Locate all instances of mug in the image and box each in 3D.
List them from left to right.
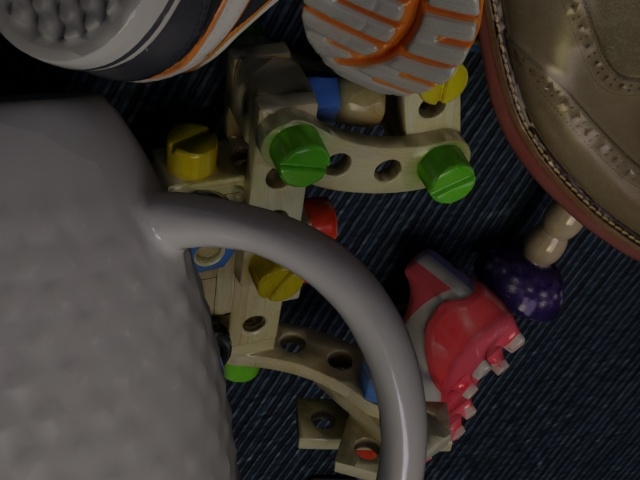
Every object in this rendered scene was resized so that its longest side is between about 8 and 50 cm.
[{"bbox_3d":[-0.133,0.092,0.687,0.374,0.276,0.328,-2,99,11],"label":"mug"}]

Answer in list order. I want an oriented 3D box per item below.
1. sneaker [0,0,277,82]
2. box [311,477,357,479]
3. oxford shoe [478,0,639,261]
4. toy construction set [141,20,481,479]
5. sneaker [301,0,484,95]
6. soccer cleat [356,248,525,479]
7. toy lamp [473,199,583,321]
[{"bbox_3d":[-0.031,-0.217,0.632,0.321,0.126,0.127,-55,161,10],"label":"sneaker"},{"bbox_3d":[0.030,0.256,1.119,0.101,0.087,0.102,7,126,-32],"label":"box"},{"bbox_3d":[0.156,-0.124,0.723,0.348,0.130,0.123,55,50,-29],"label":"oxford shoe"},{"bbox_3d":[0.000,0.000,0.840,0.215,0.151,0.328,-10,122,-19],"label":"toy construction set"},{"bbox_3d":[0.052,-0.153,0.642,0.084,0.083,0.215,23,140,2],"label":"sneaker"},{"bbox_3d":[0.068,0.101,1.015,0.083,0.095,0.248,-29,160,-32],"label":"soccer cleat"},{"bbox_3d":[0.200,-0.068,0.919,0.080,0.080,0.275,10,123,-34],"label":"toy lamp"}]
